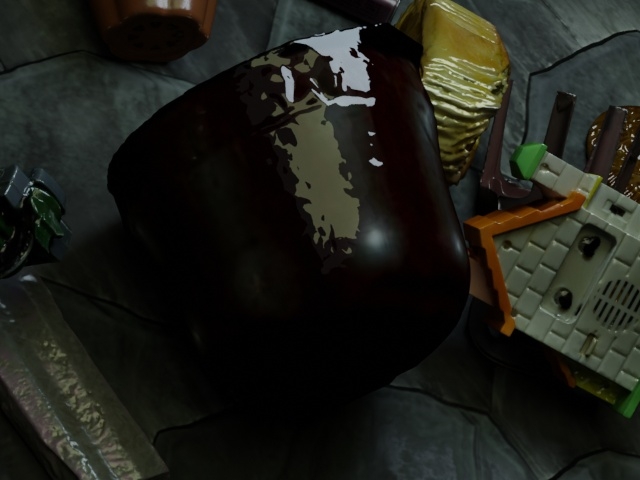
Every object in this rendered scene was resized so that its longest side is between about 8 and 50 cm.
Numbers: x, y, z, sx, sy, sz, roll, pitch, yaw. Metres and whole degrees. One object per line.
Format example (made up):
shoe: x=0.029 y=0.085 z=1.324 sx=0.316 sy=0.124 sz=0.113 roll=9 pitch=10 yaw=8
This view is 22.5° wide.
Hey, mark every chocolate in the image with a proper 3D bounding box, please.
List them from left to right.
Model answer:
chocolate: x=0.000 y=0.000 z=1.674 sx=0.384 sy=0.383 sz=0.331 roll=-20 pitch=76 yaw=-31

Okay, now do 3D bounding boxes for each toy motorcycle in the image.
toy motorcycle: x=-0.367 y=-0.018 z=1.620 sx=0.275 sy=0.125 sz=0.187 roll=-6 pitch=48 yaw=30

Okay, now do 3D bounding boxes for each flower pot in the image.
flower pot: x=-0.206 y=-0.316 z=1.925 sx=0.191 sy=0.190 sz=0.173 roll=3 pitch=67 yaw=-19

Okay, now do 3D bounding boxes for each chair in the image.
chair: x=0.274 y=-0.014 z=1.921 sx=0.176 sy=0.183 sz=0.326 roll=15 pitch=96 yaw=-11

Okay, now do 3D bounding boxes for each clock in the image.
clock: x=0.277 y=0.037 z=1.790 sx=0.255 sy=0.106 sz=0.220 roll=29 pitch=91 yaw=-8

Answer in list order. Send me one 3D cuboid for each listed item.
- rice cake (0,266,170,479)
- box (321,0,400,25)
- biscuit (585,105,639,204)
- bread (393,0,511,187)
rice cake: x=-0.274 y=0.147 z=1.633 sx=0.106 sy=0.050 sz=0.298 roll=-24 pitch=67 yaw=-33
box: x=0.010 y=-0.370 z=2.105 sx=0.224 sy=0.069 sz=0.120 roll=24 pitch=51 yaw=-3
biscuit: x=0.435 y=-0.103 z=2.101 sx=0.188 sy=0.027 sz=0.188 roll=11 pitch=52 yaw=-14
bread: x=0.142 y=-0.179 z=1.938 sx=0.133 sy=0.179 sz=0.250 roll=27 pitch=33 yaw=-18
